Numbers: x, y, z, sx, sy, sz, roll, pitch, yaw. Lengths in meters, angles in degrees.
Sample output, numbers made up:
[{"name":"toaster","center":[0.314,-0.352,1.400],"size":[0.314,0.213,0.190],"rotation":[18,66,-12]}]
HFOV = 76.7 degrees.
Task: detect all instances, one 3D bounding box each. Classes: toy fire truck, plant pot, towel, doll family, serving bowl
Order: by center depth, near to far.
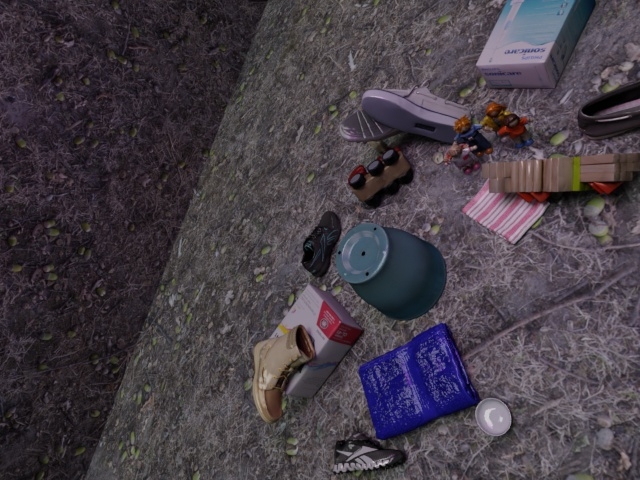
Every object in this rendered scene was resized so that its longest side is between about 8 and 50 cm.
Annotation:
[{"name":"serving bowl","center":[0.417,0.423,0.970],"size":[0.083,0.027,0.083],"rotation":[-21,56,35]},{"name":"towel","center":[0.248,0.386,1.111],"size":[0.308,0.076,0.227],"rotation":[-37,44,25]},{"name":"towel","center":[0.517,-0.092,1.147],"size":[0.144,0.029,0.197],"rotation":[-53,43,10]},{"name":"doll family","center":[0.480,-0.320,1.202],"size":[0.263,0.163,0.118],"rotation":[-27,52,32]},{"name":"plant pot","center":[0.192,0.077,1.204],"size":[0.272,0.255,0.271],"rotation":[-21,56,35]},{"name":"toy fire truck","center":[0.195,-0.285,1.497],"size":[0.217,0.158,0.246],"rotation":[-35,28,19]}]

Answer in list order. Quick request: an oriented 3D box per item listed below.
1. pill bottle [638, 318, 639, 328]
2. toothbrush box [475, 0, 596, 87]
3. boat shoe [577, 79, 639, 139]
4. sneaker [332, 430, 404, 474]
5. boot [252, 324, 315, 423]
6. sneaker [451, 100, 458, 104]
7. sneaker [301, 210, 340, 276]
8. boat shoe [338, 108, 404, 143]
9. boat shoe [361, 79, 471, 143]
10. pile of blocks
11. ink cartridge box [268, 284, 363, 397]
[{"name":"pill bottle","center":[0.766,0.082,0.680],"size":[0.362,0.210,0.210],"rotation":[-51,43,10]},{"name":"toothbrush box","center":[0.649,-0.624,1.229],"size":[0.216,0.126,0.295],"rotation":[23,85,47]},{"name":"boat shoe","center":[0.799,-0.340,0.955],"size":[0.335,0.096,0.112],"rotation":[-19,57,37]},{"name":"sneaker","center":[0.124,0.587,1.131],"size":[0.234,0.078,0.106],"rotation":[-28,54,34]},{"name":"boot","center":[-0.109,0.409,1.254],"size":[0.204,0.095,0.261],"rotation":[-30,48,28]},{"name":"sneaker","center":[0.415,-0.443,1.417],"size":[0.135,0.052,0.058],"rotation":[-38,43,23]},{"name":"sneaker","center":[0.000,0.000,1.544],"size":[0.101,0.106,0.267],"rotation":[-5,65,44]},{"name":"boat shoe","center":[0.217,-0.407,1.433],"size":[0.321,0.103,0.118],"rotation":[-21,76,-10]},{"name":"boat shoe","center":[0.323,-0.450,1.327],"size":[0.368,0.136,0.156],"rotation":[17,72,2]},{"name":"pile of blocks","center":[0.602,-0.154,1.044],"size":[0.362,0.149,0.112],"rotation":[6,102,48]},{"name":"ink cartridge box","center":[-0.036,0.341,1.379],"size":[0.306,0.131,0.226],"rotation":[-54,43,6]}]
